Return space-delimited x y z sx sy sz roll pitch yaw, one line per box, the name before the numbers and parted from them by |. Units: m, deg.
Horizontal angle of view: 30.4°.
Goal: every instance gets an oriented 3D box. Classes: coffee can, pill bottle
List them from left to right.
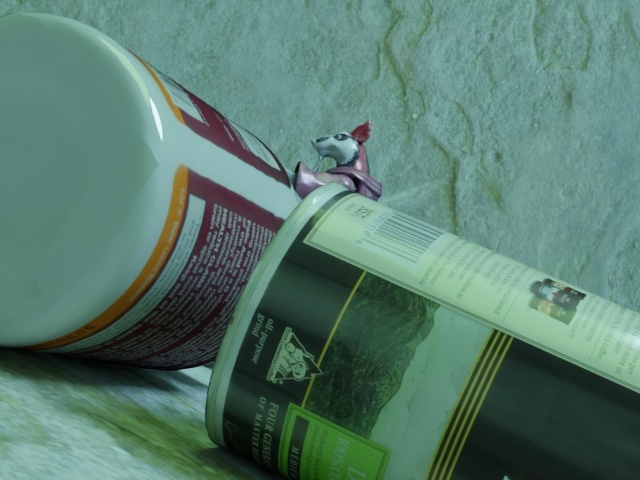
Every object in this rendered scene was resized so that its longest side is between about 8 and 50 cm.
pill bottle | -0.147 -0.013 0.930 0.224 0.224 0.392 24 -2 20
coffee can | 0.093 0.104 0.777 0.275 0.201 0.201 24 -2 16

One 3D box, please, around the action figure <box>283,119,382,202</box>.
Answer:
action figure | 0.000 0.000 1.679 0.276 0.370 0.248 28 2 24
